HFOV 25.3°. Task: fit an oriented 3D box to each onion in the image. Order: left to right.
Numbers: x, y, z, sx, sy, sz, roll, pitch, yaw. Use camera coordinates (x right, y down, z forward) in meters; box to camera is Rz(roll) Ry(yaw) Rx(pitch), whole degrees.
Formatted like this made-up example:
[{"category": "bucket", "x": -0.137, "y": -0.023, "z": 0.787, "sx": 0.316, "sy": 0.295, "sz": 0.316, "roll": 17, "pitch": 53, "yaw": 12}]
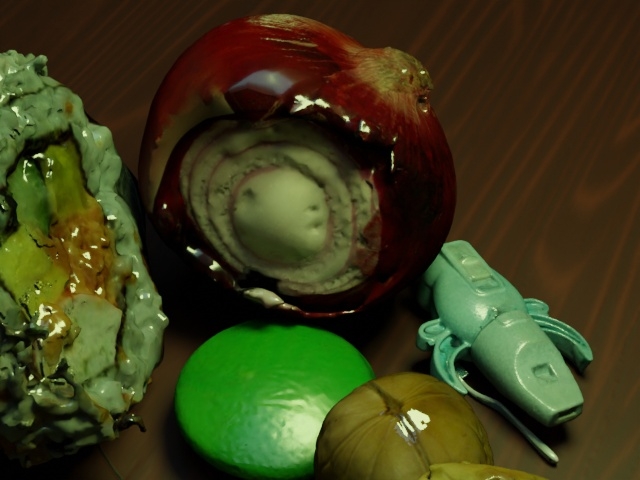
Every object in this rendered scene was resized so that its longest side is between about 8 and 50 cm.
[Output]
[{"category": "onion", "x": -0.020, "y": -0.076, "z": 1.515, "sx": 0.341, "sy": 0.341, "sz": 0.341, "roll": 2, "pitch": 42, "yaw": -2}]

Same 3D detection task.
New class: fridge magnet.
[{"category": "fridge magnet", "x": -0.043, "y": 0.163, "z": 1.431, "sx": 0.208, "sy": 0.088, "sz": 0.208, "roll": 1, "pitch": 42, "yaw": -1}]

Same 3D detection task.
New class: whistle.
[{"category": "whistle", "x": 0.185, "y": 0.094, "z": 1.518, "sx": 0.186, "sy": 0.093, "sz": 0.274, "roll": -11, "pitch": 43, "yaw": -27}]

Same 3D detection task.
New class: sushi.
[{"category": "sushi", "x": -0.294, "y": 0.017, "z": 1.363, "sx": 0.176, "sy": 0.417, "sz": 0.417, "roll": -15, "pitch": 38, "yaw": 20}]

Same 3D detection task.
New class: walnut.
[{"category": "walnut", "x": 0.077, "y": 0.211, "z": 1.302, "sx": 0.167, "sy": 0.207, "sz": 0.167, "roll": -5, "pitch": 51, "yaw": 7}]

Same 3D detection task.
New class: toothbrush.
[{"category": "toothbrush", "x": 0.188, "y": 0.181, "z": 1.484, "sx": 0.017, "sy": 0.014, "sz": 0.162, "roll": -35, "pitch": 53, "yaw": -15}]

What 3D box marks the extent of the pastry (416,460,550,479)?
[{"category": "pastry", "x": 0.108, "y": 0.331, "z": 1.160, "sx": 0.311, "sy": 0.162, "sz": 0.255, "roll": -40, "pitch": 93, "yaw": -15}]
